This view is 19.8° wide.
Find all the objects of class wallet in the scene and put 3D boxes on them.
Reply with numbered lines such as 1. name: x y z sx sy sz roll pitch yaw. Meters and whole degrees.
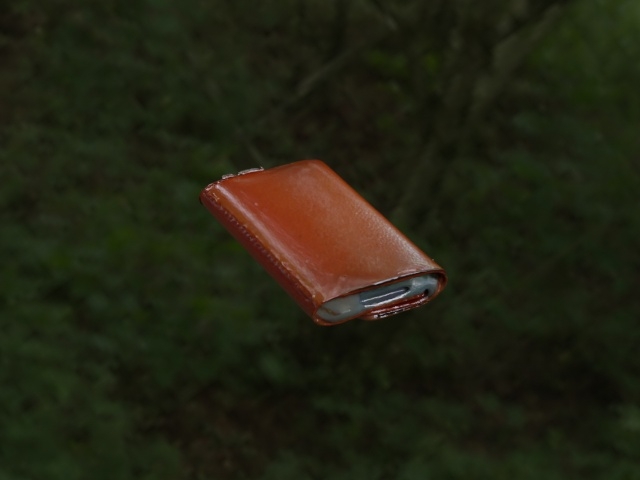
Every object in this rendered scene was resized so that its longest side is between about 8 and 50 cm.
1. wallet: 0.000 0.000 1.647 0.204 0.142 0.045 44 -43 42
